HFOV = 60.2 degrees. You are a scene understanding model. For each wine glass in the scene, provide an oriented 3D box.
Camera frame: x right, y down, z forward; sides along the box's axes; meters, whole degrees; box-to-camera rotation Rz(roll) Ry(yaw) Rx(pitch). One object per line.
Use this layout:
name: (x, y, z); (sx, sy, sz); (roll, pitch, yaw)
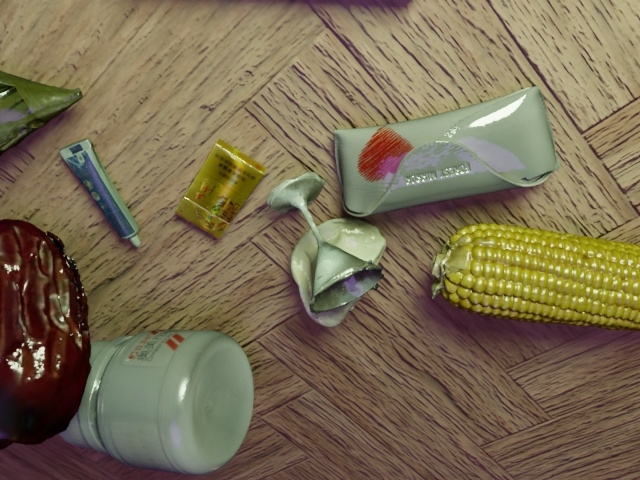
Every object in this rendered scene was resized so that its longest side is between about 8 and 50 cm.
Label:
wine glass: (0.000, 0.000, 0.796); (0.122, 0.183, 0.122); (-22, 154, -11)

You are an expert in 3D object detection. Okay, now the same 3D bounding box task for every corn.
corn: (0.356, 0.054, 0.807); (0.386, 0.144, 0.144); (4, 125, 3)

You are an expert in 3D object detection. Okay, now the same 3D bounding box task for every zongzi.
zongzi: (-0.506, -0.231, 0.757); (0.274, 0.125, 0.251); (-23, 125, 21)

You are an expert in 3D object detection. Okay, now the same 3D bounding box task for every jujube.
jujube: (-0.505, 0.157, 0.893); (0.258, 0.377, 0.258); (-11, 147, -8)

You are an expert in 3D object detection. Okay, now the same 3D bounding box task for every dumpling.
dumpling: (0.014, 0.045, 0.881); (0.134, 0.100, 0.169); (29, 124, 3)

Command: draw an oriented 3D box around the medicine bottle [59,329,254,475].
medicine bottle: (-0.304, 0.287, 1.011); (0.306, 0.245, 0.245); (-4, 125, 22)

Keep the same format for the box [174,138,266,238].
box: (-0.159, -0.077, 0.868); (0.089, 0.022, 0.156); (34, 123, -14)

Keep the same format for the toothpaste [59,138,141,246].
toothpaste: (-0.346, -0.070, 0.897); (0.057, 0.035, 0.197); (-18, 117, 13)

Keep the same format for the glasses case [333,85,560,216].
glasses case: (0.162, -0.113, 0.751); (0.307, 0.083, 0.128); (-10, 123, 16)
